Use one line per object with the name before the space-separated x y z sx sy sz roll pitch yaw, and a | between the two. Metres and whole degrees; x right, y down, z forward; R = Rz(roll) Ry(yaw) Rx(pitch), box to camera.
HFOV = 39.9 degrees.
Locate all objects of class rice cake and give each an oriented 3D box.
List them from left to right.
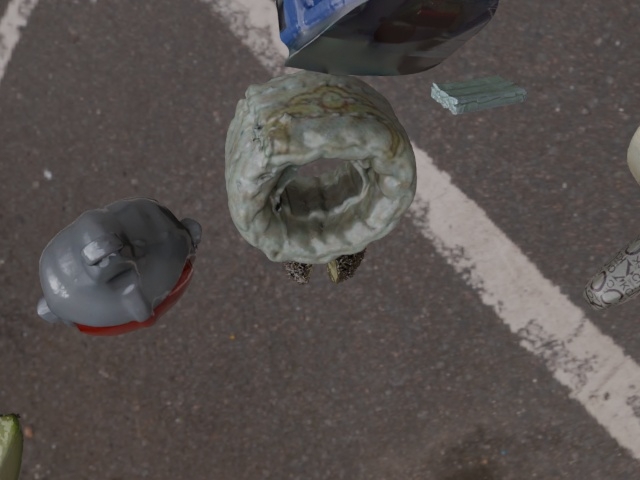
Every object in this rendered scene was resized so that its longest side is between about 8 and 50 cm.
rice cake | 0.359 -0.332 1.985 0.124 0.211 0.038 -131 38 -50

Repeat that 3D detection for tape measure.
tape measure | 0.097 -0.337 1.161 0.262 0.259 0.138 -32 70 51

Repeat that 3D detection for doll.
doll | -0.115 0.018 0.519 0.075 0.102 0.227 56 173 3

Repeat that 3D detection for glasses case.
glasses case | 0.598 0.000 1.494 0.354 0.137 0.085 -39 78 11

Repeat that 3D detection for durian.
durian | 0.000 0.000 1.860 0.196 0.196 0.167 64 151 21

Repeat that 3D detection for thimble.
thimble | -0.011 -0.117 1.353 0.291 0.291 0.195 -53 32 31

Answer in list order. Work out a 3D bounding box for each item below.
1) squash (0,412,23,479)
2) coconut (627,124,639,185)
squash | -0.365 0.342 0.879 0.111 0.203 0.289 99 154 -69
coconut | 0.538 -0.119 1.198 0.241 0.241 0.241 2 93 43
